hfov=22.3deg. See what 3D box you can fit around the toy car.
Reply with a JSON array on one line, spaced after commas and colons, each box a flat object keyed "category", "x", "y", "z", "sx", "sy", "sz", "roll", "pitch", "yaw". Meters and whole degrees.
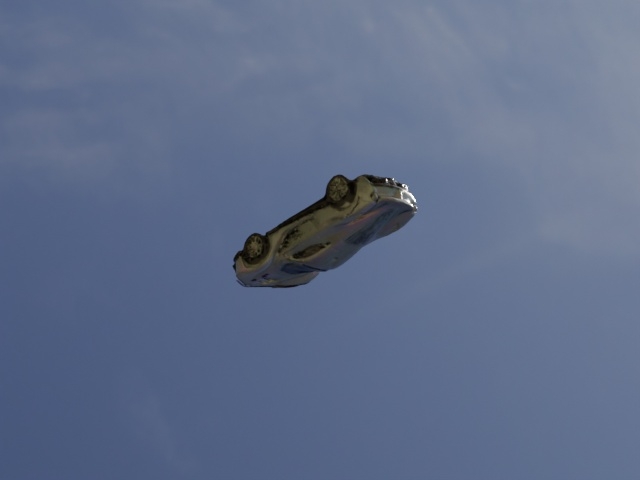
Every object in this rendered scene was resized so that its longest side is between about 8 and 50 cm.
[{"category": "toy car", "x": 0.000, "y": 0.000, "z": 0.722, "sx": 0.041, "sy": 0.093, "sz": 0.025, "roll": 15, "pitch": -131, "yaw": -48}]
